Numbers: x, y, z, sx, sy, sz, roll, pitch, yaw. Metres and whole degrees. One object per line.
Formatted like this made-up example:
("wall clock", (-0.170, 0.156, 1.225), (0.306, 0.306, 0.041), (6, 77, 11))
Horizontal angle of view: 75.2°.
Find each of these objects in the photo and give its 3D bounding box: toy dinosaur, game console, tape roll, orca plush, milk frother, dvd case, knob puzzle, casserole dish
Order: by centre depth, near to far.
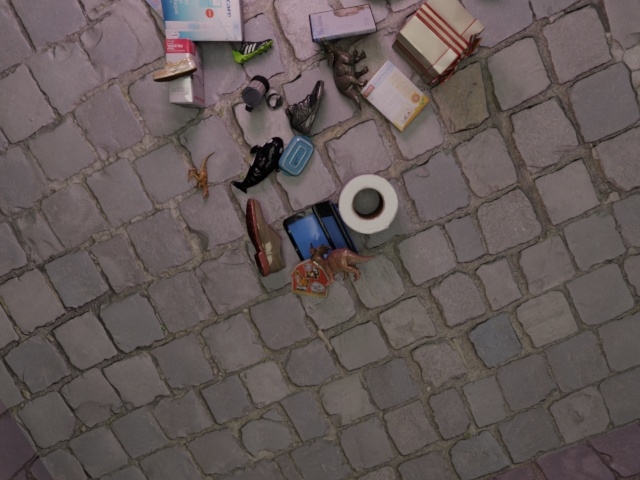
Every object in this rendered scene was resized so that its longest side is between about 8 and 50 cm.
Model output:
("dvd case", (0.083, -0.859, 1.640), (0.252, 0.022, 0.181), (-9, 56, 3))
("toy dinosaur", (0.109, -0.682, 1.698), (0.160, 0.121, 0.314), (-9, 114, 35))
("milk frother", (-0.235, -0.587, 1.703), (0.143, 0.135, 0.129), (10, 132, 3))
("toy dinosaur", (0.068, 0.078, 1.704), (0.295, 0.127, 0.201), (-20, 94, 33))
("tape roll", (0.196, -0.160, 1.756), (0.245, 0.169, 0.247), (0, 101, 1))
("orca plush", (-0.267, -0.325, 1.772), (0.287, 0.102, 0.151), (-35, 98, 8))
("casserole dish", (-0.099, -0.358, 1.776), (0.114, 0.037, 0.189), (29, 99, -23))
("game console", (0.000, 0.000, 1.798), (0.173, 0.250, 0.293), (-31, 100, -20))
("toy dinosaur", (-0.521, -0.292, 1.817), (0.112, 0.064, 0.212), (1, 111, -17))
("knob puzzle", (-0.049, 0.171, 1.857), (0.212, 0.030, 0.213), (6, 116, 13))

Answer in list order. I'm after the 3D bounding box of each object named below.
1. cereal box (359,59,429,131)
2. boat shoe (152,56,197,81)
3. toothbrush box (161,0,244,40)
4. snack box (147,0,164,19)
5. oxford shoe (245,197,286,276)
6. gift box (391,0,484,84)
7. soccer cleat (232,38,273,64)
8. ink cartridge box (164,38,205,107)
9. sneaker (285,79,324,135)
("cereal box", (0.307, -0.598, 1.730), (0.240, 0.047, 0.173), (42, 99, -6))
("boat shoe", (-0.553, -0.645, 1.566), (0.169, 0.063, 0.059), (-19, 98, -4))
("toothbrush box", (-0.453, -0.896, 1.620), (0.295, 0.126, 0.217), (0, 118, -4))
("snack box", (-0.675, -0.987, 1.697), (0.064, 0.022, 0.178), (-41, 97, 9))
("oxford shoe", (-0.244, -0.022, 1.843), (0.130, 0.123, 0.349), (-15, 100, -22))
("gift box", (0.444, -0.756, 1.587), (0.258, 0.276, 0.255), (42, 104, -7))
("soccer cleat", (-0.280, -0.791, 1.705), (0.178, 0.060, 0.072), (-24, 98, 9))
("ink cartridge box", (-0.542, -0.665, 1.679), (0.100, 0.172, 0.238), (0, 101, 2))
("sneaker", (-0.068, -0.568, 1.727), (0.130, 0.087, 0.228), (22, 106, -9))
